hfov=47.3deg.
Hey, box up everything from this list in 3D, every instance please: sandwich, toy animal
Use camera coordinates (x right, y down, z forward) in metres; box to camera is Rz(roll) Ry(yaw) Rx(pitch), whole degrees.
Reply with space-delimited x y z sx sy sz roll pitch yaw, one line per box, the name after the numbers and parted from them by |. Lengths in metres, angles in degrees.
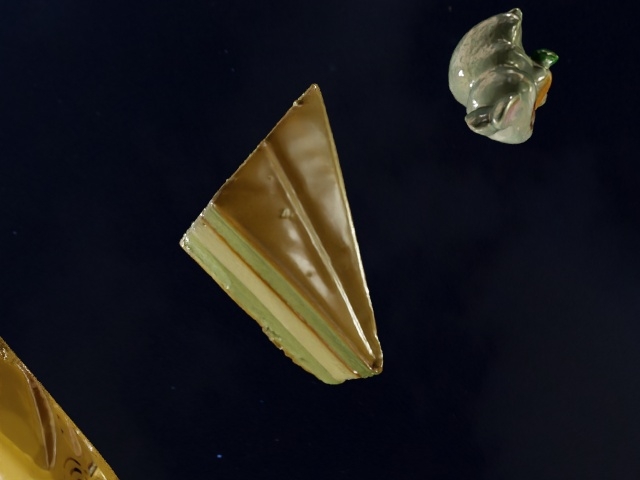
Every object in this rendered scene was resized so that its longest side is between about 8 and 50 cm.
0.000 0.000 0.587 0.187 0.117 0.144 46 -117 -5 | sandwich
0.206 -0.167 0.851 0.138 0.108 0.236 -17 -141 34 | toy animal

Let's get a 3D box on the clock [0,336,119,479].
-0.262 0.202 0.549 0.200 0.317 0.244 -38 -147 -5 | clock
